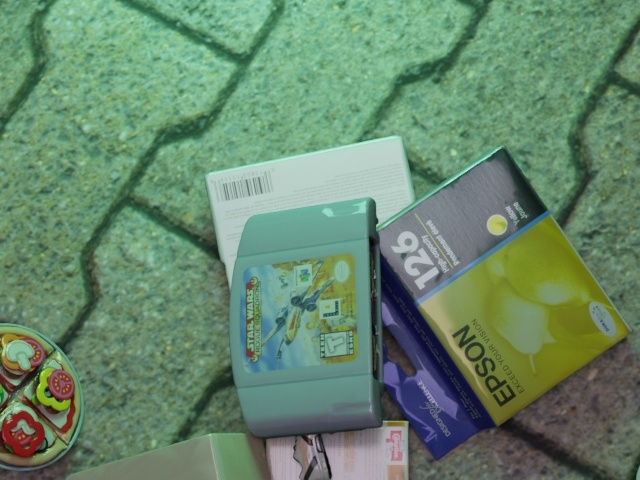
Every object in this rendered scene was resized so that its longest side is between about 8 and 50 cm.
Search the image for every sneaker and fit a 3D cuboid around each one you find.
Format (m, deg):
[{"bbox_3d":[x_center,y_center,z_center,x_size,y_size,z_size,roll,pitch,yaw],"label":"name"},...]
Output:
[{"bbox_3d":[-0.019,0.255,1.758,0.044,0.040,0.109,-17,69,6],"label":"sneaker"}]

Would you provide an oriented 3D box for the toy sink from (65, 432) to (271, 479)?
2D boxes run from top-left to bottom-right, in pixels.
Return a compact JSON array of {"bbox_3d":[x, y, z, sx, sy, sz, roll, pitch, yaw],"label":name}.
[{"bbox_3d":[-0.183,0.344,1.750,0.234,0.131,0.152,-20,74,25],"label":"toy sink"}]

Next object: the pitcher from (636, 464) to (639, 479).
[{"bbox_3d":[0.484,0.242,1.777,0.178,0.125,0.207,-9,87,16],"label":"pitcher"}]

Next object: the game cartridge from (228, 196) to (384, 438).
[{"bbox_3d":[-0.019,0.099,1.760,0.198,0.062,0.297,-7,70,17],"label":"game cartridge"}]

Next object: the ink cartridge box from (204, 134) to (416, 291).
[{"bbox_3d":[0.000,0.000,1.879,0.275,0.060,0.238,-11,89,-1],"label":"ink cartridge box"}]

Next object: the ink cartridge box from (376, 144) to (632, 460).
[{"bbox_3d":[0.197,0.081,1.820,0.307,0.072,0.303,-35,90,-9],"label":"ink cartridge box"}]

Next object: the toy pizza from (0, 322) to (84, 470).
[{"bbox_3d":[-0.393,0.199,1.800,0.201,0.032,0.201,20,56,-31],"label":"toy pizza"}]

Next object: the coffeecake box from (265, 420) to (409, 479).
[{"bbox_3d":[0.022,0.308,1.798,0.186,0.068,0.142,0,75,3],"label":"coffeecake box"}]
